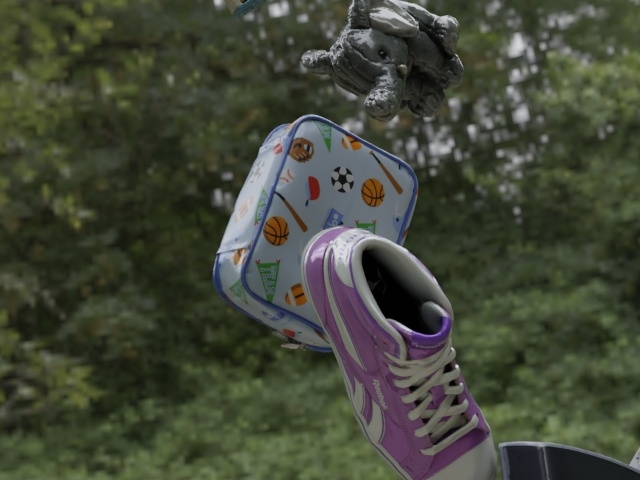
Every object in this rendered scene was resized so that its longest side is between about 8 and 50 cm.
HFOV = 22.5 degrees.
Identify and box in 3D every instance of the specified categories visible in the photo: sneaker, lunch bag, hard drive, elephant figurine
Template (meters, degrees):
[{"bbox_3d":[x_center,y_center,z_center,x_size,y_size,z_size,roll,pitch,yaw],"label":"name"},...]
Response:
[{"bbox_3d":[0.083,0.117,1.382,0.102,0.282,0.161,-36,11,-16],"label":"sneaker"},{"bbox_3d":[0.000,0.000,2.192,0.243,0.303,0.115,29,-20,-24],"label":"lunch bag"},{"bbox_3d":[0.269,0.277,1.443,0.255,0.172,0.054,26,-45,-34],"label":"hard drive"},{"bbox_3d":[0.064,-0.230,1.955,0.186,0.169,0.239,7,5,31],"label":"elephant figurine"}]

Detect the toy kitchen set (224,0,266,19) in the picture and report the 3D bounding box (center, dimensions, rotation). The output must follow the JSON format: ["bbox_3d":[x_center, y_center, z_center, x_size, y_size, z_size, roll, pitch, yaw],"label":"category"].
[{"bbox_3d":[-0.046,-0.401,2.344,0.166,0.122,0.207,-35,-5,-17],"label":"toy kitchen set"}]

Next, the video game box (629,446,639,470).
[{"bbox_3d":[0.396,0.296,1.784,0.048,0.205,0.187,5,-42,-6],"label":"video game box"}]
